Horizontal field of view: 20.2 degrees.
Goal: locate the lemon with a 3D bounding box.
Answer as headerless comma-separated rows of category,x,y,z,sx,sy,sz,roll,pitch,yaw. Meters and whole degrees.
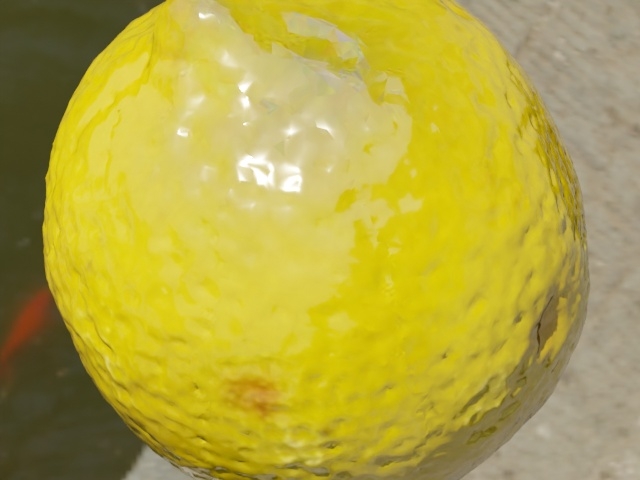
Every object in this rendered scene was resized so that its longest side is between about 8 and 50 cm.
lemon,-0.004,-0.003,0.755,0.228,0.253,0.228,-9,65,20
